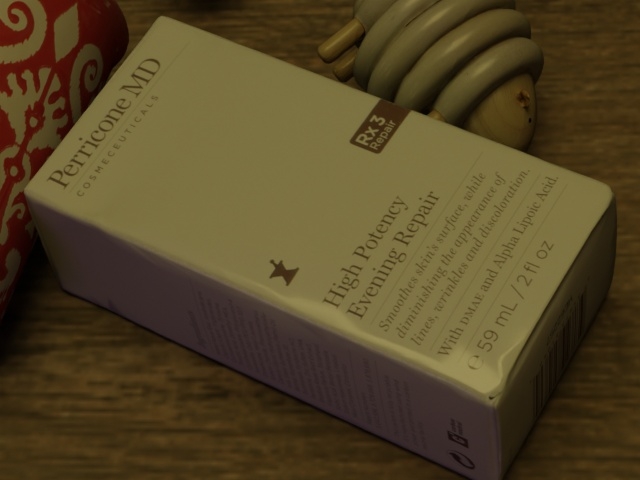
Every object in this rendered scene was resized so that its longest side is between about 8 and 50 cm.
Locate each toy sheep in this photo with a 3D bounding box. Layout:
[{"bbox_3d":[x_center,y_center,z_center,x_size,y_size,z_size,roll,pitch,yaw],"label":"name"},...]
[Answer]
[{"bbox_3d":[0.052,-0.089,0.825,0.091,0.091,0.132,-35,76,-15],"label":"toy sheep"}]

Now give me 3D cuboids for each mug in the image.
[{"bbox_3d":[-0.173,-0.035,0.827,0.113,0.150,0.169,25,61,-18],"label":"mug"}]

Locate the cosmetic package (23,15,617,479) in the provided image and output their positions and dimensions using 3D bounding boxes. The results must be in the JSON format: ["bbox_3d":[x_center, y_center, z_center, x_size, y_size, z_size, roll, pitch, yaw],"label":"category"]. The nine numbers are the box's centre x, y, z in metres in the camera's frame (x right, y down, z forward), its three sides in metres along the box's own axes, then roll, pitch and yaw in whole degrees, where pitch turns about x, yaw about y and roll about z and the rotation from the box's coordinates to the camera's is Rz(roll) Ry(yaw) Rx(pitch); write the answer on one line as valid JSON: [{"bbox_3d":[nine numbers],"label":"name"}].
[{"bbox_3d":[0.000,0.000,0.772,0.231,0.085,0.117,23,61,20],"label":"cosmetic package"}]
